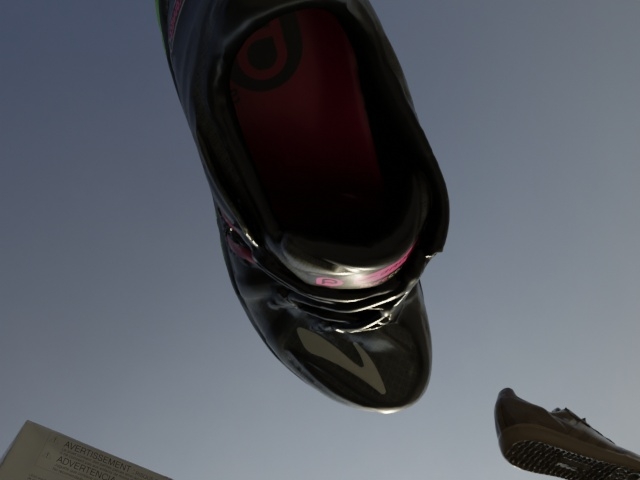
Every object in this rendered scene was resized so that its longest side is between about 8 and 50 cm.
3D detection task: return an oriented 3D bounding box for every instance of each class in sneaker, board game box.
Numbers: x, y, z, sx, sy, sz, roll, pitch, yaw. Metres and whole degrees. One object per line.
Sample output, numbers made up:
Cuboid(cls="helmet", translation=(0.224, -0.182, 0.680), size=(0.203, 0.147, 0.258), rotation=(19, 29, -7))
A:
Cuboid(cls="sneaker", translation=(0.248, 0.192, 0.537), size=(0.188, 0.066, 0.071), rotation=(27, -146, -14))
Cuboid(cls="board game box", translation=(-0.214, 0.270, 0.500), size=(0.193, 0.305, 0.053), rotation=(32, -140, -18))
Cuboid(cls="sneaker", translation=(0.000, 0.000, 0.453), size=(0.185, 0.202, 0.482), rotation=(-23, -54, -1))
